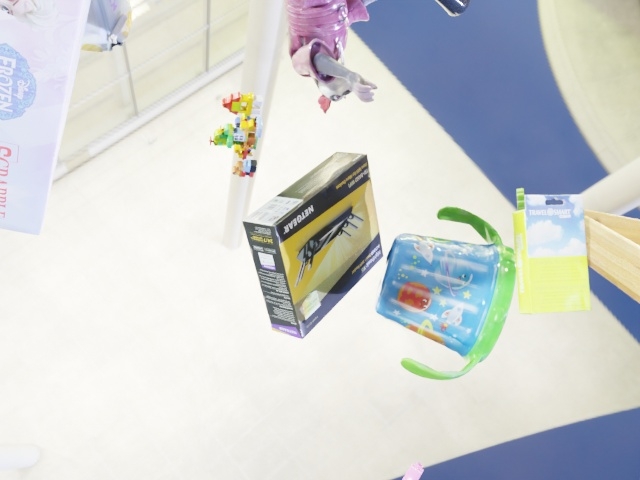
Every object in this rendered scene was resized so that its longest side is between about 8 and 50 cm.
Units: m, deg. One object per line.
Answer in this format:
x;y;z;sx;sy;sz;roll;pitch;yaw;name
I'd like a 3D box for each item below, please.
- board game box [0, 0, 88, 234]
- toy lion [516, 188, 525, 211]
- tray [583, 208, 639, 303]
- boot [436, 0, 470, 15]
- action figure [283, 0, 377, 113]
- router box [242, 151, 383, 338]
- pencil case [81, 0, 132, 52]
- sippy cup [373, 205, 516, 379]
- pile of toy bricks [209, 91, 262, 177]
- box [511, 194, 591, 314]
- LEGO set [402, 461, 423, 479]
-0.199;-0.215;0.469;0.065;0.319;0.318;11;-120;-23;board game box
0.401;-0.052;1.263;0.034;0.100;0.096;-4;-106;17;toy lion
0.530;0.048;0.942;0.202;0.411;0.076;10;-74;-6;tray
0.284;-0.673;1.485;0.207;0.094;0.247;-1;-87;-51;boot
-0.019;-0.352;0.942;0.275;0.370;0.248;10;-136;15;action figure
0.000;0.000;1.224;0.081;0.243;0.309;10;-144;35;router box
-0.300;-0.347;0.777;0.113;0.273;0.124;-19;-102;-15;pencil case
0.227;0.092;1.218;0.223;0.240;0.305;18;-149;3;sippy cup
-0.189;-0.222;1.376;0.105;0.212;0.118;1;-115;-12;pile of toy bricks
0.353;0.021;0.970;0.108;0.042;0.178;-1;-94;-16;box
0.125;0.221;0.402;0.227;0.087;0.093;32;-94;18;LEGO set
